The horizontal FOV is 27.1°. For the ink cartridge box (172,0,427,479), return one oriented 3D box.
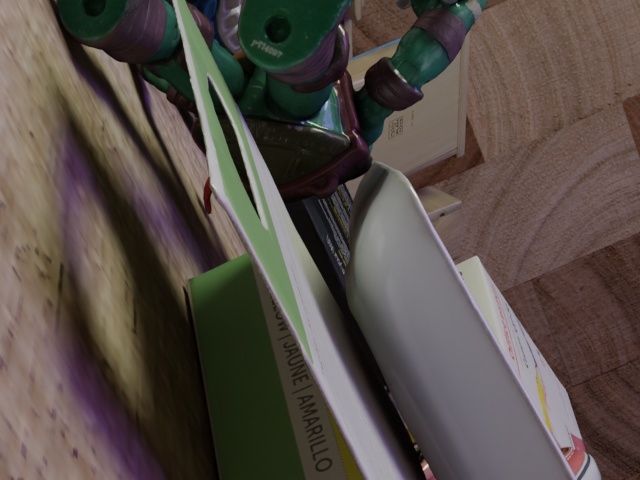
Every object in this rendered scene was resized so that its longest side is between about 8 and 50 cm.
[{"bbox_3d":[-0.013,0.046,0.431,0.235,0.056,0.171,61,5,-32],"label":"ink cartridge box"}]

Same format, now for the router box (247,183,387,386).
[{"bbox_3d":[-0.007,-0.007,0.841,0.133,0.046,0.179,-92,161,-54],"label":"router box"}]

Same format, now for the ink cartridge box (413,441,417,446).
[{"bbox_3d":[0.107,0.221,0.993,0.175,0.072,0.127,56,10,-70],"label":"ink cartridge box"}]

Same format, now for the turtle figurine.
[{"bbox_3d":[-0.013,-0.075,0.578,0.234,0.175,0.118,25,58,-73],"label":"turtle figurine"}]

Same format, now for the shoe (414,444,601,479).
[{"bbox_3d":[0.099,0.146,0.800,0.063,0.178,0.081,-28,-92,49],"label":"shoe"}]

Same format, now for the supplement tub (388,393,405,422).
[{"bbox_3d":[0.070,0.111,1.236,0.071,0.071,0.107,-110,175,-53],"label":"supplement tub"}]

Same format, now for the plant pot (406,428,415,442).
[{"bbox_3d":[0.127,0.221,1.346,0.081,0.081,0.083,67,13,7],"label":"plant pot"}]

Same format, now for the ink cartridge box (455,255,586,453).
[{"bbox_3d":[0.112,0.095,0.897,0.198,0.067,0.115,52,18,-35],"label":"ink cartridge box"}]

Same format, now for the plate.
[{"bbox_3d":[0.077,0.098,0.572,0.278,0.045,0.277,62,2,-4],"label":"plate"}]

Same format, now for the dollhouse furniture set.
[{"bbox_3d":[-0.031,-0.121,1.338,0.303,0.198,0.286,29,-48,40],"label":"dollhouse furniture set"}]

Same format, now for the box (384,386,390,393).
[{"bbox_3d":[0.000,0.000,1.096,0.159,0.044,0.233,-109,175,-53],"label":"box"}]

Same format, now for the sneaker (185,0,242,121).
[{"bbox_3d":[-0.077,-0.134,0.711,0.083,0.071,0.191,57,-9,35],"label":"sneaker"}]
